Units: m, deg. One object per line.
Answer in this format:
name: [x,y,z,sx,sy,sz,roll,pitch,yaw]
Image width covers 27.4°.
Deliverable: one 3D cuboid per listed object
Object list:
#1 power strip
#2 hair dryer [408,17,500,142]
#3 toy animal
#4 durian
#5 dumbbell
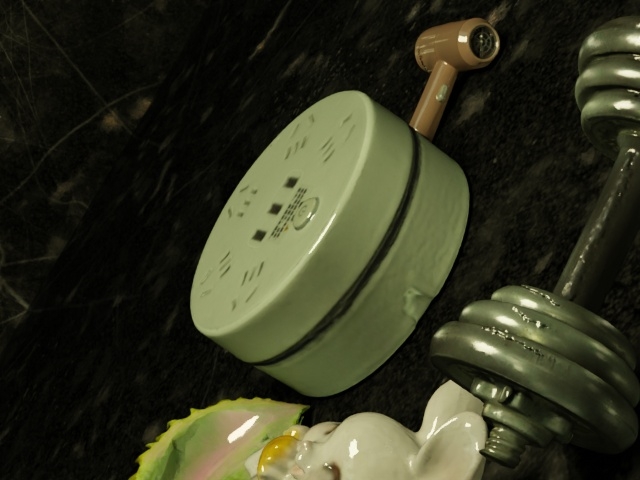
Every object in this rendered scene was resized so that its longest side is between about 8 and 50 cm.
power strip: [0.000,0.000,1.531,0.357,0.161,0.357,-45,25,27]
hair dryer: [0.150,-0.187,1.627,0.117,0.064,0.182,5,72,63]
toy animal: [0.024,0.234,1.195,0.325,0.154,0.208,-27,9,14]
durian: [-0.117,0.298,1.392,0.169,0.158,0.352,-26,31,31]
dumbbell: [0.230,-0.005,1.050,0.406,0.179,0.179,-62,23,-12]
